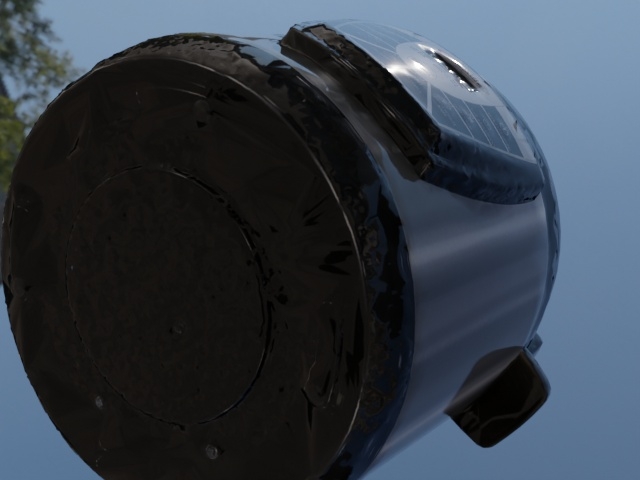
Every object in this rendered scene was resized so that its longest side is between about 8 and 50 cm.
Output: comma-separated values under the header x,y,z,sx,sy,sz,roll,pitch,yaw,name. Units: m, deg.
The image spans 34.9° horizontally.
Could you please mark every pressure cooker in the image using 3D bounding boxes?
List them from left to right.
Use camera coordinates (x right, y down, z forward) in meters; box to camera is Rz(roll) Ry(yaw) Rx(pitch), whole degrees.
x,y,z,sx,sy,sz,roll,pitch,yaw,name
-0.005,0.003,0.868,0.376,0.420,0.369,2,-80,33,pressure cooker
